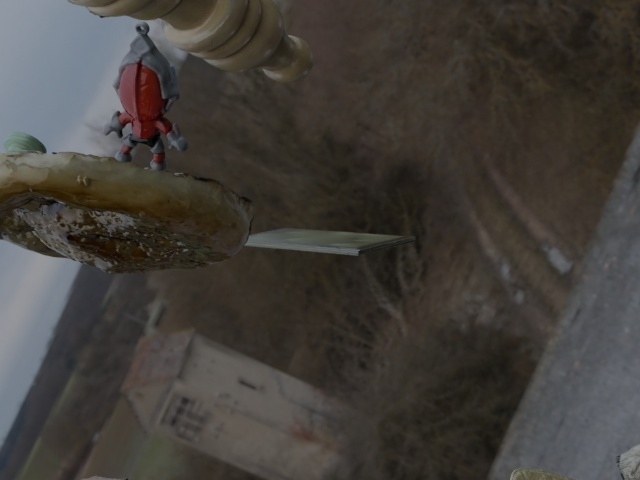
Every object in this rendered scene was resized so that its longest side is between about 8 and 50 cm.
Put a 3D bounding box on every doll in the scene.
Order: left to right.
[{"bbox_3d":[-0.122,-0.103,0.796,0.039,0.057,0.114,-28,-43,-42],"label":"doll"}]

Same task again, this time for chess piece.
[{"bbox_3d":[-0.469,-0.109,1.726,0.067,0.067,0.103,-48,21,55],"label":"chess piece"},{"bbox_3d":[-0.114,-0.237,1.159,0.139,0.307,0.124,-30,56,31],"label":"chess piece"}]

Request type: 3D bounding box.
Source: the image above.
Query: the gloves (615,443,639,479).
[{"bbox_3d":[0.248,0.160,0.832,0.081,0.037,0.044,-35,8,20],"label":"gloves"}]

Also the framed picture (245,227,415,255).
[{"bbox_3d":[0.000,-0.001,1.647,0.173,0.231,0.010,-12,-77,-57],"label":"framed picture"}]

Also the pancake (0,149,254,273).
[{"bbox_3d":[-0.264,-0.026,1.194,0.387,0.387,0.082,147,133,-69],"label":"pancake"}]

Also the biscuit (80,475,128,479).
[{"bbox_3d":[-0.337,0.316,1.222,0.237,0.013,0.232,-16,7,11],"label":"biscuit"}]

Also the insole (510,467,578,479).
[{"bbox_3d":[0.343,0.333,1.341,0.081,0.248,0.011,-68,-4,-46],"label":"insole"}]
